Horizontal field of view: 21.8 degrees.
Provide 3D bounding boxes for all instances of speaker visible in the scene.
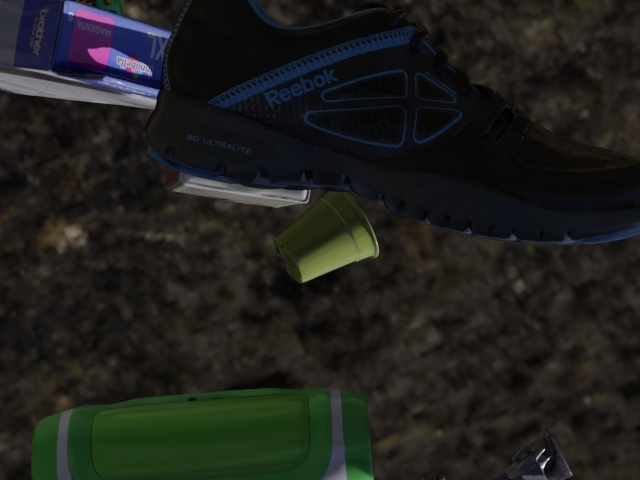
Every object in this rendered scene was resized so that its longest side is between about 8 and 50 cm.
[{"bbox_3d":[-0.102,0.202,1.490,0.296,0.131,0.131,-4,159,1],"label":"speaker"}]

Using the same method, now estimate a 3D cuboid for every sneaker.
[{"bbox_3d":[0.063,-0.081,1.062,0.341,0.140,0.125,12,-179,-3],"label":"sneaker"}]

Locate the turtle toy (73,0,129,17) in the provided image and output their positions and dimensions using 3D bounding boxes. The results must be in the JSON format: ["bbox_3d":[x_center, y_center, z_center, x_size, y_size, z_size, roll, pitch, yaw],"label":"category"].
[{"bbox_3d":[-0.277,-0.248,1.855,0.130,0.095,0.066,-28,-162,12],"label":"turtle toy"}]

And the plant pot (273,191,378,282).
[{"bbox_3d":[0.000,0.000,1.592,0.079,0.083,0.083,-31,162,-14],"label":"plant pot"}]

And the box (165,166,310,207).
[{"bbox_3d":[-0.095,-0.112,1.951,0.148,0.127,0.232,8,178,-10],"label":"box"}]

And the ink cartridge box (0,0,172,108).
[{"bbox_3d":[-0.206,-0.145,1.282,0.311,0.065,0.186,13,-179,39],"label":"ink cartridge box"}]

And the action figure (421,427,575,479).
[{"bbox_3d":[0.197,0.363,2.138,0.285,0.185,0.099,-28,133,2],"label":"action figure"}]
